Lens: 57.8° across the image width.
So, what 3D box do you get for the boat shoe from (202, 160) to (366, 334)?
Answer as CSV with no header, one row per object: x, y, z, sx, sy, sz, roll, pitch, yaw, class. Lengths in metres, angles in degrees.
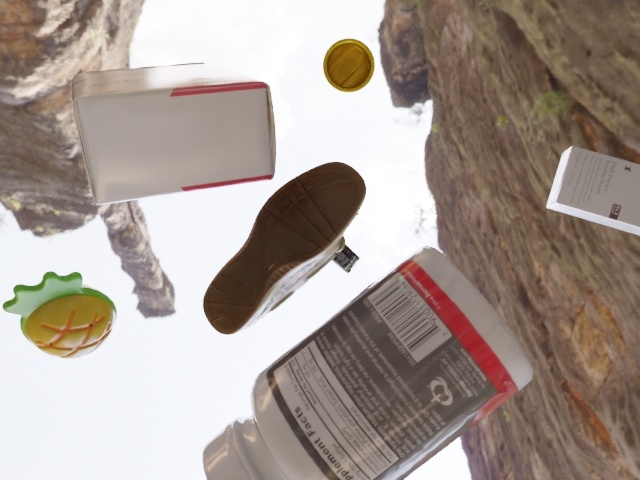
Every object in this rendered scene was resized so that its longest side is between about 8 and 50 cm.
-0.043,0.010,0.775,0.104,0.285,0.089,51,-162,18,boat shoe

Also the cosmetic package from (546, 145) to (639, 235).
0.560,-0.085,1.086,0.231,0.085,0.117,17,-90,9,cosmetic package

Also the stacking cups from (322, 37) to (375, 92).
0.053,-0.359,1.179,0.096,0.096,0.316,1,-162,1,stacking cups

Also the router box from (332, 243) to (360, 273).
0.000,0.000,1.015,0.038,0.092,0.122,-53,-135,-4,router box

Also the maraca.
-0.363,0.104,0.824,0.127,0.186,0.099,-27,-124,-12,maraca

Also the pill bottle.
0.041,0.166,0.601,0.318,0.176,0.176,-38,-130,1,pill bottle

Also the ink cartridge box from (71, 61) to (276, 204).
-0.196,-0.152,0.738,0.207,0.117,0.283,-11,-157,-19,ink cartridge box
